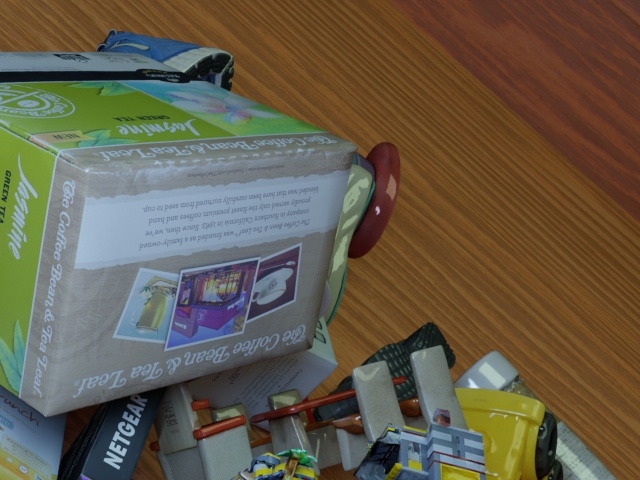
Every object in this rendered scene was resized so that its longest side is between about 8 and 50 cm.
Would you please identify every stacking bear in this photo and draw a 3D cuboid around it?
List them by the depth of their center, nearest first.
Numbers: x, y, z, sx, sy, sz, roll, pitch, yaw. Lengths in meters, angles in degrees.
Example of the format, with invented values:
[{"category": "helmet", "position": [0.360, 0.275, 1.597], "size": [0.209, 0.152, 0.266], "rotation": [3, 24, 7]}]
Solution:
[{"category": "stacking bear", "position": [-0.048, -0.096, 1.947], "size": [0.289, 0.175, 0.164], "rotation": [22, 22, -17]}]

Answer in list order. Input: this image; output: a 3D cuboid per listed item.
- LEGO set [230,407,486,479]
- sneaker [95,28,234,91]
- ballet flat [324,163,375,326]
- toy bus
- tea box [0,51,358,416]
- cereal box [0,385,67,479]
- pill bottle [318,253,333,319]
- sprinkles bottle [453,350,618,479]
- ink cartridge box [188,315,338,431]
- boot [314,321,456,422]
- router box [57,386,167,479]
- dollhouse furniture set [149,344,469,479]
[{"category": "LEGO set", "position": [0.004, 0.262, 1.167], "size": [0.255, 0.331, 0.192], "rotation": [10, 43, -8]}, {"category": "sneaker", "position": [-0.270, -0.211, 1.869], "size": [0.147, 0.129, 0.330], "rotation": [23, 23, 29]}, {"category": "ballet flat", "position": [0.000, 0.000, 1.815], "size": [0.086, 0.086, 0.248], "rotation": [30, 62, -24]}, {"category": "toy bus", "position": [0.194, 0.311, 1.599], "size": [0.220, 0.149, 0.211], "rotation": [72, 28, -46]}, {"category": "tea box", "position": [-0.203, -0.028, 1.245], "size": [0.323, 0.220, 0.329], "rotation": [26, 23, 34]}, {"category": "cereal box", "position": [-0.308, 0.138, 1.219], "size": [0.173, 0.047, 0.240], "rotation": [37, 14, -19]}, {"category": "pill bottle", "position": [-0.050, 0.000, 1.484], "size": [0.117, 0.117, 0.208], "rotation": [27, 28, -30]}, {"category": "sprinkles bottle", "position": [0.310, 0.311, 1.809], "size": [0.355, 0.121, 0.121], "rotation": [47, 24, 13]}, {"category": "ink cartridge box", "position": [-0.093, 0.062, 1.626], "size": [0.272, 0.130, 0.309], "rotation": [28, 27, -29]}, {"category": "boot", "position": [0.057, 0.184, 1.613], "size": [0.083, 0.161, 0.246], "rotation": [58, 24, 5]}, {"category": "router box", "position": [-0.203, 0.209, 1.206], "size": [0.046, 0.133, 0.179], "rotation": [32, 25, -9]}, {"category": "dollhouse furniture set", "position": [-0.033, 0.169, 1.344], "size": [0.259, 0.262, 0.135], "rotation": [-11, 82, -38]}]
